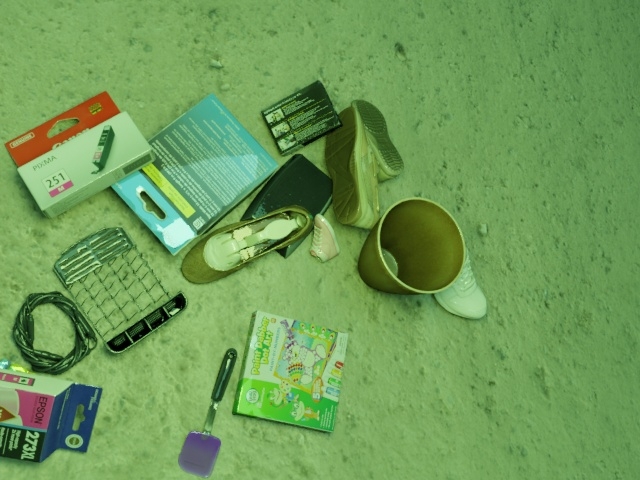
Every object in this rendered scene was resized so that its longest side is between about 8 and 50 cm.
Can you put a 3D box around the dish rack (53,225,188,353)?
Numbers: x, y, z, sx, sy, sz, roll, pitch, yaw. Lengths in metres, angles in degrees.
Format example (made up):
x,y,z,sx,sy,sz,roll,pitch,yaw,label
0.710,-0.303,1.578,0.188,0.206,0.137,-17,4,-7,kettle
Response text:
x,y,z,sx,sy,sz,roll,pitch,yaw,label
-0.461,0.102,1.620,0.208,0.074,0.271,-35,89,-27,dish rack

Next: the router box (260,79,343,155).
x,y,z,sx,sy,sz,roll,pitch,yaw,label
-0.049,-0.321,1.874,0.179,0.046,0.133,-26,85,10,router box

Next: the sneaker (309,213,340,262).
x,y,z,sx,sy,sz,roll,pitch,yaw,label
0.000,0.000,1.823,0.070,0.051,0.134,-36,128,-18,sneaker

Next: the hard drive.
x,y,z,sx,sy,sz,roll,pitch,yaw,label
-0.071,-0.098,1.846,0.172,0.054,0.254,40,64,-7,hard drive

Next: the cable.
x,y,z,sx,sy,sz,roll,pitch,yaw,label
-0.591,0.198,1.559,0.151,0.047,0.184,-36,92,-22,cable

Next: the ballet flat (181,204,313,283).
x,y,z,sx,sy,sz,roll,pitch,yaw,label
-0.169,0.003,1.699,0.343,0.124,0.116,-21,90,-13,ballet flat

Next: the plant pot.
x,y,z,sx,sy,sz,roll,pitch,yaw,label
0.197,0.044,1.800,0.237,0.254,0.237,7,71,-21,plant pot

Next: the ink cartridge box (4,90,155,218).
x,y,z,sx,sy,sz,roll,pitch,yaw,label
-0.554,-0.213,1.617,0.275,0.060,0.239,-33,72,-14,ink cartridge box

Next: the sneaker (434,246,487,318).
x,y,z,sx,sy,sz,roll,pitch,yaw,label
0.352,0.083,1.909,0.114,0.152,0.305,-40,93,-29,sneaker

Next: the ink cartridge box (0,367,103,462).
x,y,z,sx,sy,sz,roll,pitch,yaw,label
-0.641,0.343,1.420,0.371,0.069,0.175,13,111,-16,ink cartridge box

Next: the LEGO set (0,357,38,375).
x,y,z,sx,sy,sz,roll,pitch,yaw,label
-0.644,0.307,1.481,0.227,0.087,0.093,34,68,-16,LEGO set

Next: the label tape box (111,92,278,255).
x,y,z,sx,sy,sz,roll,pitch,yaw,label
-0.313,-0.155,1.735,0.348,0.115,0.249,-43,93,-21,label tape box

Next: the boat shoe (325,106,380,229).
x,y,z,sx,sy,sz,roll,pitch,yaw,label
0.092,-0.188,1.873,0.110,0.122,0.341,18,62,-40,boat shoe

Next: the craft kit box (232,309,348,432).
x,y,z,sx,sy,sz,roll,pitch,yaw,label
-0.069,0.318,1.725,0.247,0.061,0.249,15,69,-15,craft kit box

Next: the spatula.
x,y,z,sx,sy,sz,roll,pitch,yaw,label
-0.247,0.390,1.642,0.084,0.030,0.296,21,68,-13,spatula

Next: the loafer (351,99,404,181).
x,y,z,sx,sy,sz,roll,pitch,yaw,label
0.137,-0.272,1.964,0.102,0.092,0.268,0,58,-36,loafer
